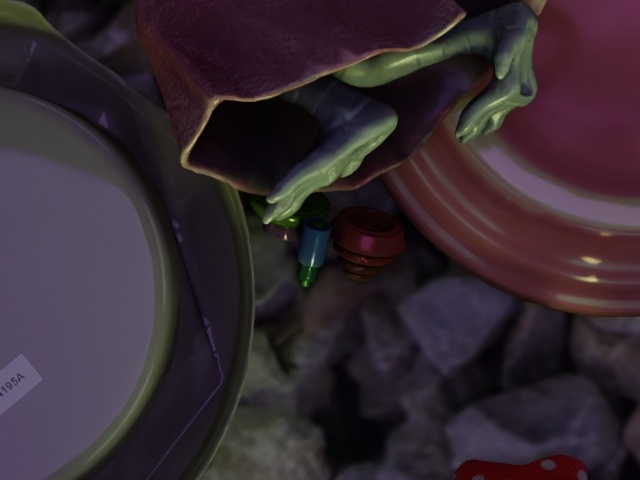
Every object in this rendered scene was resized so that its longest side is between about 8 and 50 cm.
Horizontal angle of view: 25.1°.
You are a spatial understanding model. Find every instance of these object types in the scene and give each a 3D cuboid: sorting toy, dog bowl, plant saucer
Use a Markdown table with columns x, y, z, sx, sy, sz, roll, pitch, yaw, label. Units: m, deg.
| x | y | z | sx | sy | sz | roll | pitch | yaw | label |
| --- | --- | --- | --- | --- | --- | --- | --- | --- | --- |
| 0.000 | 0.000 | 0.878 | 0.102 | 0.061 | 0.042 | 18 | 117 | 10 | sorting toy |
| -0.208 | 0.037 | 0.844 | 0.349 | 0.102 | 0.348 | 0 | 83 | 1 | dog bowl |
| 0.182 | -0.121 | 0.873 | 0.332 | 0.084 | 0.332 | 0 | 83 | 1 | plant saucer |

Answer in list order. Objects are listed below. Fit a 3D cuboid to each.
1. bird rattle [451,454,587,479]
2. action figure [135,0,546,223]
| x | y | z | sx | sy | sz | roll | pitch | yaw | label |
| --- | --- | --- | --- | --- | --- | --- | --- | --- | --- |
| 0.145 | 0.254 | 0.826 | 0.207 | 0.143 | 0.253 | 13 | 69 | -9 | bird rattle |
| -0.056 | -0.197 | 0.766 | 0.276 | 0.248 | 0.370 | -43 | 69 | 22 | action figure |
